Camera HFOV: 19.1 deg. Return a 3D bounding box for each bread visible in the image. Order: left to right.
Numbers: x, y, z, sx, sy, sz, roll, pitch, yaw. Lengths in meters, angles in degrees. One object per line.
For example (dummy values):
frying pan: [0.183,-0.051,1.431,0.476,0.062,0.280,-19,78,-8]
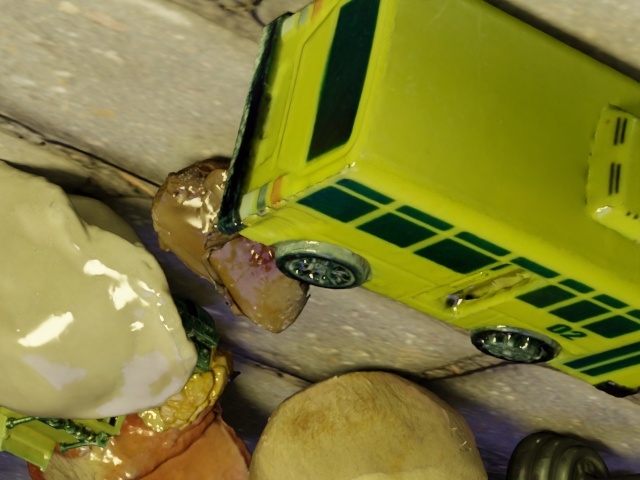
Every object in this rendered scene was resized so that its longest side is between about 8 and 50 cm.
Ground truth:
bread: [-0.140,0.190,1.538,0.190,0.123,0.244,35,153,25]

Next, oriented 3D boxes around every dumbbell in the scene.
dumbbell: [0.246,0.184,1.420,0.254,0.110,0.110,-15,146,36]

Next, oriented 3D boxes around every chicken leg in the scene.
chicken leg: [-0.004,0.004,1.133,0.196,0.080,0.125,19,144,-21]

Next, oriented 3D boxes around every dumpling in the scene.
dumpling: [-0.178,0.031,1.201,0.250,0.132,0.162,16,135,36]

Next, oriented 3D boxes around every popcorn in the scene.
popcorn: [-0.094,0.101,1.416,0.084,0.084,0.084,10,158,4]

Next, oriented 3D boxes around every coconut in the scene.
coconut: [0.032,0.183,1.419,0.194,0.194,0.194,10,158,4]

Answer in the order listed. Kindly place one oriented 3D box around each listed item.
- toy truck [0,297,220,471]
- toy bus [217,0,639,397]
toy truck: [-0.199,0.104,1.362,0.260,0.135,0.128,-20,142,33]
toy bus: [0.098,-0.024,0.948,0.262,0.128,0.150,23,155,-25]
